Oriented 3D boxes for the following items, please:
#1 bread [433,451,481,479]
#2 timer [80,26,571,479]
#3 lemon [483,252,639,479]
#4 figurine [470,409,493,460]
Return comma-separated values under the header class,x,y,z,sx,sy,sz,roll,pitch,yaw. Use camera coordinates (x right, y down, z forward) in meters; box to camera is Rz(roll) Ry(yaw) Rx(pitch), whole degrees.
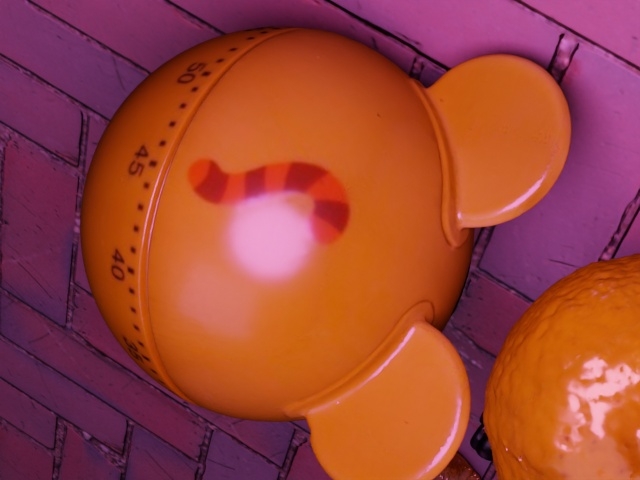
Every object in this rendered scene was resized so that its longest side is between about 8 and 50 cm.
class,x,y,z,sx,sy,sz,roll,pitch,yaw
bread,0.101,0.266,1.852,0.128,0.069,0.140,44,142,-9
timer,0.000,0.000,1.405,0.387,0.376,0.376,16,139,30
lemon,0.255,0.131,1.306,0.253,0.253,0.310,29,-175,14
figurine,0.309,0.249,1.590,0.332,0.204,0.185,57,163,24
